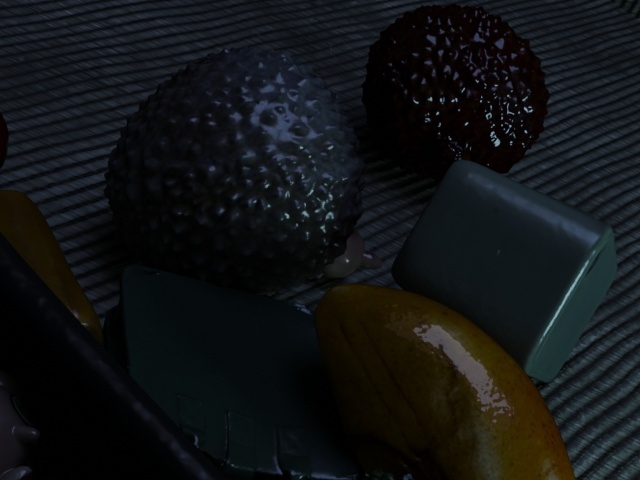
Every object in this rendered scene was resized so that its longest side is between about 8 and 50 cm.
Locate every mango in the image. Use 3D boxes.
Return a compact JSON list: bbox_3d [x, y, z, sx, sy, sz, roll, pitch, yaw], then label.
[{"bbox_3d":[0.118,0.187,1.540,0.199,0.201,0.350,-31,84,-20],"label":"mango"}]

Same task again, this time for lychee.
[{"bbox_3d":[-0.093,-0.076,1.691,0.300,0.300,0.300,20,30,-12],"label":"lychee"},{"bbox_3d":[0.188,-0.200,2.144,0.264,0.264,0.300,13,52,-23],"label":"lychee"}]

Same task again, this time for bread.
[{"bbox_3d":[-0.297,0.037,1.570,0.092,0.074,0.239,6,36,-41],"label":"bread"}]

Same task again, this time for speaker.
[{"bbox_3d":[0.218,0.038,1.744,0.184,0.183,0.406,30,0,14],"label":"speaker"}]

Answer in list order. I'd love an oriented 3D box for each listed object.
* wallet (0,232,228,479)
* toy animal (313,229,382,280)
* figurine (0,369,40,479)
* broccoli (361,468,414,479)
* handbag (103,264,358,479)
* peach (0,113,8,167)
[{"bbox_3d":[-0.191,0.159,1.325,0.062,0.228,0.406,-34,63,-27],"label":"wallet"},{"bbox_3d":[0.003,-0.006,1.868,0.083,0.089,0.150,-6,34,-39],"label":"toy animal"},{"bbox_3d":[-0.296,0.175,1.303,0.125,0.125,0.138,-12,55,-48],"label":"figurine"},{"bbox_3d":[0.060,0.352,1.348,0.198,0.177,0.275,46,46,-42],"label":"broccoli"},{"bbox_3d":[-0.095,0.152,1.546,0.247,0.079,0.260,16,34,-22],"label":"handbag"},{"bbox_3d":[-0.428,-0.133,1.710,0.172,0.092,0.127,40,35,17],"label":"peach"}]
